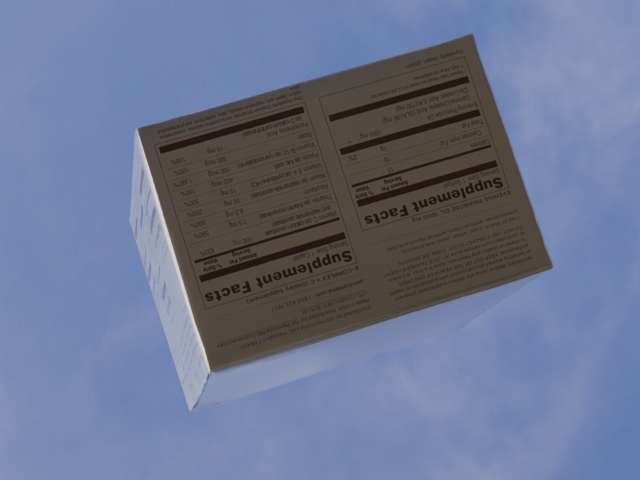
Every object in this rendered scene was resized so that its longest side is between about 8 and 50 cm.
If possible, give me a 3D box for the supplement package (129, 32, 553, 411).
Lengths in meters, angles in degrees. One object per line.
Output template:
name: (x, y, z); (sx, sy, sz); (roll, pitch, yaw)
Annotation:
supplement package: (0.000, 0.000, 1.083); (0.204, 0.262, 0.145); (-17, -97, -9)
